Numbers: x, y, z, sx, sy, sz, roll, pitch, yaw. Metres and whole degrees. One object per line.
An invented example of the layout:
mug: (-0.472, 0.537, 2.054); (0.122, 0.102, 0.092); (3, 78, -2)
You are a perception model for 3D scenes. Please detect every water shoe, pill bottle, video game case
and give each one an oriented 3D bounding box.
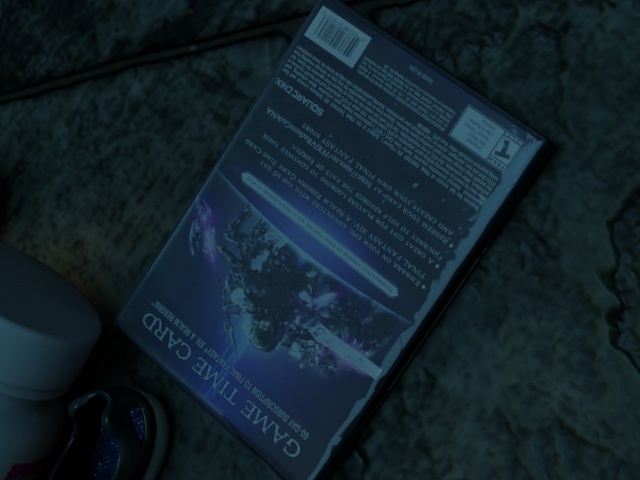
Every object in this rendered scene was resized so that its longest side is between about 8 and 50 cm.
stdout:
water shoe: (-0.165, 0.195, 0.955); (0.073, 0.080, 0.203); (13, 88, 30)
pill bottle: (-0.275, 0.144, 0.969); (0.160, 0.160, 0.283); (39, 105, 28)
video game case: (0.000, 0.000, 0.932); (0.196, 0.026, 0.274); (38, 101, 28)
